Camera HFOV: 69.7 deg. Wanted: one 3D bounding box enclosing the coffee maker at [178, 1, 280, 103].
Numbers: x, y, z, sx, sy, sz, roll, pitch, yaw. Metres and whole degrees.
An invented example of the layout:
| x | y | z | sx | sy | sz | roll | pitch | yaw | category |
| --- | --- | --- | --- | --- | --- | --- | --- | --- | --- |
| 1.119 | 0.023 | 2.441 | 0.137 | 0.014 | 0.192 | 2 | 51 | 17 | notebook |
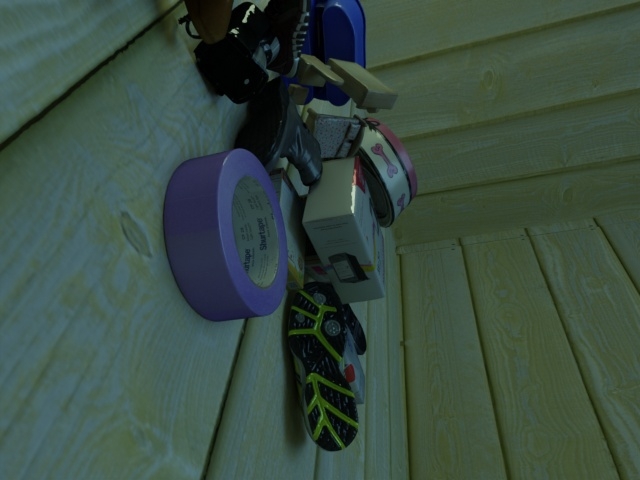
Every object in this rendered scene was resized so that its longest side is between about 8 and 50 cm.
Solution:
| x | y | z | sx | sy | sz | roll | pitch | yaw | category |
| --- | --- | --- | --- | --- | --- | --- | --- | --- | --- |
| -0.157 | -0.376 | 0.864 | 0.178 | 0.120 | 0.171 | -84 | 158 | -46 | coffee maker |

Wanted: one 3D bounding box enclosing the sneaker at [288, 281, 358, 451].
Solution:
| x | y | z | sx | sy | sz | roll | pitch | yaw | category |
| --- | --- | --- | --- | --- | --- | --- | --- | --- | --- |
| -0.012 | 0.284 | 1.070 | 0.147 | 0.145 | 0.385 | 118 | -28 | -59 | sneaker |

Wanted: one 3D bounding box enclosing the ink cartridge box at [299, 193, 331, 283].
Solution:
| x | y | z | sx | sy | sz | roll | pitch | yaw | category |
| --- | --- | --- | --- | --- | --- | --- | --- | --- | --- |
| 0.000 | 0.000 | 1.299 | 0.235 | 0.088 | 0.194 | 49 | 36 | -64 | ink cartridge box |

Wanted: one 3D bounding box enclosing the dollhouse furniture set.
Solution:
| x | y | z | sx | sy | sz | roll | pitch | yaw | category |
| --- | --- | --- | --- | --- | --- | --- | --- | --- | --- |
| 0.031 | -0.277 | 1.235 | 0.303 | 0.356 | 0.174 | -8 | 45 | -41 | dollhouse furniture set |

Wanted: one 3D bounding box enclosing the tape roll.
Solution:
| x | y | z | sx | sy | sz | roll | pitch | yaw | category |
| --- | --- | --- | --- | --- | --- | --- | --- | --- | --- |
| -0.142 | -0.008 | 0.763 | 0.274 | 0.090 | 0.275 | -8 | 90 | -75 | tape roll |

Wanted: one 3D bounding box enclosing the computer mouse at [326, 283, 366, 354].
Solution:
| x | y | z | sx | sy | sz | roll | pitch | yaw | category |
| --- | --- | --- | --- | --- | --- | --- | --- | --- | --- |
| 0.063 | 0.246 | 1.453 | 0.273 | 0.072 | 0.188 | 64 | 20 | -13 | computer mouse |

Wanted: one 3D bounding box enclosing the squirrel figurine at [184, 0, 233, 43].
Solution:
| x | y | z | sx | sy | sz | roll | pitch | yaw | category |
| --- | --- | --- | --- | --- | --- | --- | --- | --- | --- |
| -0.221 | -0.501 | 0.538 | 0.398 | 0.280 | 0.370 | 64 | 27 | 3 | squirrel figurine |

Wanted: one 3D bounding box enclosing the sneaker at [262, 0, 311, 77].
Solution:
| x | y | z | sx | sy | sz | roll | pitch | yaw | category |
| --- | --- | --- | --- | --- | --- | --- | --- | --- | --- |
| -0.111 | -0.455 | 0.956 | 0.281 | 0.162 | 0.107 | 113 | -23 | -61 | sneaker |

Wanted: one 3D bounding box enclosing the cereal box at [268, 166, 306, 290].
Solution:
| x | y | z | sx | sy | sz | roll | pitch | yaw | category |
| --- | --- | --- | --- | --- | --- | --- | --- | --- | --- |
| -0.082 | -0.027 | 1.080 | 0.173 | 0.047 | 0.241 | 61 | 24 | -50 | cereal box |

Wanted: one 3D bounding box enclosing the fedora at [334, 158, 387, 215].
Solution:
| x | y | z | sx | sy | sz | roll | pitch | yaw | category |
| --- | --- | --- | --- | --- | --- | --- | --- | --- | --- |
| 0.095 | -0.169 | 1.574 | 0.275 | 0.124 | 0.244 | 50 | -12 | 35 | fedora |

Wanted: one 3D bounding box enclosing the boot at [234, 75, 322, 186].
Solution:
| x | y | z | sx | sy | sz | roll | pitch | yaw | category |
| --- | --- | --- | --- | --- | --- | --- | --- | --- | --- |
| -0.067 | -0.200 | 1.024 | 0.223 | 0.118 | 0.339 | 53 | 31 | -36 | boot |

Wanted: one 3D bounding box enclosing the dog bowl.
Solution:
| x | y | z | sx | sy | sz | roll | pitch | yaw | category |
| --- | --- | --- | --- | --- | --- | --- | --- | --- | --- |
| 0.187 | -0.256 | 1.651 | 0.408 | 0.150 | 0.408 | 53 | -11 | 16 | dog bowl |

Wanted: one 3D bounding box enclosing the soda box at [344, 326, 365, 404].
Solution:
| x | y | z | sx | sy | sz | roll | pitch | yaw | category |
| --- | --- | --- | --- | --- | --- | --- | --- | --- | --- |
| 0.052 | 0.338 | 1.289 | 0.098 | 0.091 | 0.287 | -78 | 154 | -53 | soda box |

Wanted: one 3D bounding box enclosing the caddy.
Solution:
| x | y | z | sx | sy | sz | roll | pitch | yaw | category |
| --- | --- | --- | --- | --- | --- | --- | --- | --- | --- |
| 0.007 | -0.552 | 1.322 | 0.179 | 0.240 | 0.342 | -71 | 163 | -47 | caddy |

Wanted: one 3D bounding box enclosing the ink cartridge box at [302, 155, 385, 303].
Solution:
| x | y | z | sx | sy | sz | roll | pitch | yaw | category |
| --- | --- | --- | --- | --- | --- | --- | --- | --- | --- |
| 0.072 | -0.022 | 1.169 | 0.226 | 0.131 | 0.306 | -84 | 156 | -43 | ink cartridge box |
